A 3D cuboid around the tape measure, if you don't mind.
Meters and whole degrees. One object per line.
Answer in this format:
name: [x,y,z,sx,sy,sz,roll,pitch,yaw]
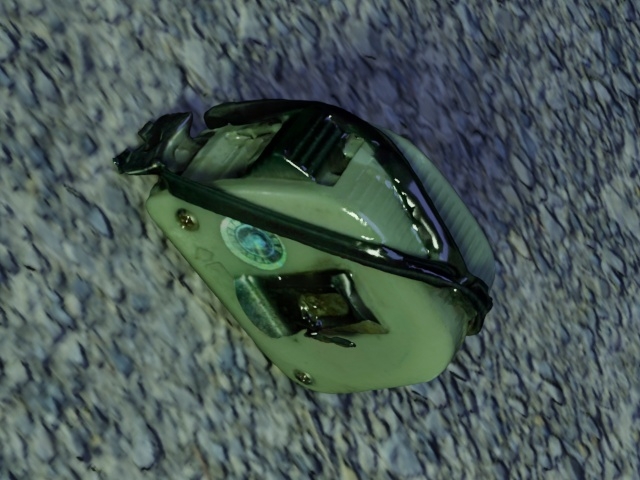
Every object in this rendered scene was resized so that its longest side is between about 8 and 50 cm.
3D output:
tape measure: [0.000,0.000,1.005,0.235,0.207,0.115,52,52,-23]
